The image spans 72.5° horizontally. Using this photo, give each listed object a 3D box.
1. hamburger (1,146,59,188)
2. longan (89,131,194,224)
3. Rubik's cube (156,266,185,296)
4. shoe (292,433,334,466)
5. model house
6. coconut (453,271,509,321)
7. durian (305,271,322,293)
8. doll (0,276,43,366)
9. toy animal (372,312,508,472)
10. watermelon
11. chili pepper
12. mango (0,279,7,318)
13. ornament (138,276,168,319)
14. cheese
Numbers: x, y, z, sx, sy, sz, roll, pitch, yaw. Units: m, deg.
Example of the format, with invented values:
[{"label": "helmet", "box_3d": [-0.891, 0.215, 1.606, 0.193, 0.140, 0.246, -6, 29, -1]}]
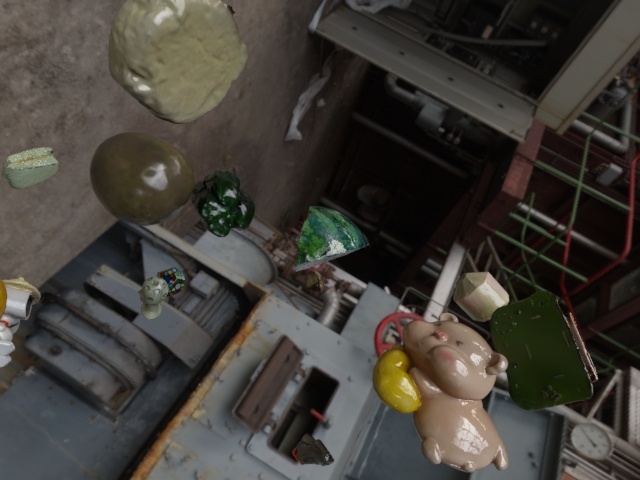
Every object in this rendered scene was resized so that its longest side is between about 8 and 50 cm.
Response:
[{"label": "hamburger", "box_3d": [-0.656, -0.156, 0.978, 0.084, 0.054, 0.121, -42, 180, 33]}, {"label": "longan", "box_3d": [-0.650, -0.228, 1.596, 0.360, 0.361, 0.361, -59, 174, -10]}, {"label": "Rubik's cube", "box_3d": [-0.658, 0.181, 1.910, 0.133, 0.133, 0.112, -57, 171, -21]}, {"label": "shoe", "box_3d": [-0.024, 0.620, 1.259, 0.077, 0.074, 0.194, -35, -178, -23]}, {"label": "model house", "box_3d": [0.615, 0.311, 1.189, 0.207, 0.154, 0.293, -34, -135, 36]}, {"label": "coconut", "box_3d": [0.508, 0.171, 1.406, 0.147, 0.152, 0.147, -44, 174, -6]}, {"label": "durian", "box_3d": [-0.013, 0.139, 1.419, 0.130, 0.052, 0.066, -178, -72, -75]}, {"label": "doll", "box_3d": [-0.909, 0.228, 1.273, 0.272, 0.144, 0.207, 15, -95, 56]}, {"label": "toy animal", "box_3d": [0.278, 0.304, 0.969, 0.246, 0.278, 0.345, -55, -152, 22]}, {"label": "watermelon", "box_3d": [0.009, -0.031, 1.545, 0.320, 0.222, 0.292, -19, 171, -10]}, {"label": "chili pepper", "box_3d": [-0.393, -0.138, 1.753, 0.233, 0.248, 0.256, -38, -149, 3]}, {"label": "mango", "box_3d": [-0.928, 0.198, 1.127, 0.109, 0.157, 0.261, -29, -140, 43]}, {"label": "ornament", "box_3d": [-0.490, 0.164, 1.273, 0.156, 0.081, 0.074, 122, -27, -49]}, {"label": "cheese", "box_3d": [-0.307, -0.423, 0.987, 0.326, 0.115, 0.317, -36, 156, -43]}]
